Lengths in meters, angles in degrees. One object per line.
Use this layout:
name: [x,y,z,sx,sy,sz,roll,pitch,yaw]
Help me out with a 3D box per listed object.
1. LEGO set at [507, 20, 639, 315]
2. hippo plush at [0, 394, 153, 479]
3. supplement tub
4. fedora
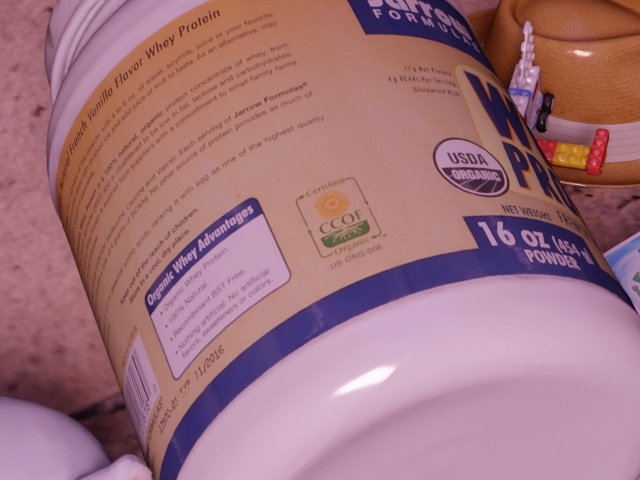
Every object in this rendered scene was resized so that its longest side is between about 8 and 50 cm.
LEGO set: [0.087,-0.009,1.026,0.182,0.060,0.244,-29,54,-12]
hippo plush: [-0.215,0.121,0.830,0.236,0.234,0.294,28,58,-19]
supplement tub: [0.000,0.000,0.898,0.228,0.228,0.316,-12,52,-16]
fedora: [0.163,-0.113,1.148,0.194,0.079,0.194,3,44,-3]
